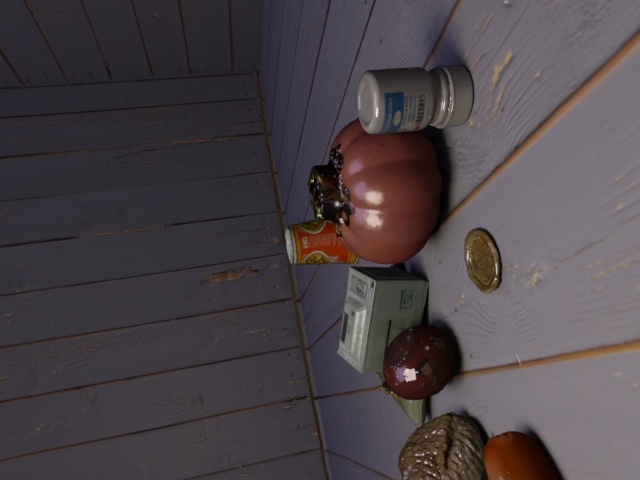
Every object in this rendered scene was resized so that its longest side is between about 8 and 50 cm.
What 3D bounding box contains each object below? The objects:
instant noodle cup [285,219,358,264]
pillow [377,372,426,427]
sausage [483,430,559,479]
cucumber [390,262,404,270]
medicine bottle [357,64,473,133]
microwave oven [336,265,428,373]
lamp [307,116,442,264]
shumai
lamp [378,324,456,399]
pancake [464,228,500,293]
[{"bbox_3d":[0.000,0.000,1.622,0.193,0.212,0.193,173,90,-78],"label":"instant noodle cup"},{"bbox_3d":[0.188,0.310,1.252,0.302,0.075,0.184,-137,43,-68],"label":"pillow"},{"bbox_3d":[0.311,0.402,0.672,0.300,0.089,0.083,-109,22,-44],"label":"sausage"},{"bbox_3d":[0.197,0.118,1.185,0.032,0.032,0.133,105,155,-63],"label":"cucumber"},{"bbox_3d":[0.152,-0.232,0.823,0.105,0.168,0.105,172,90,-78],"label":"medicine bottle"},{"bbox_3d":[0.131,0.170,1.106,0.122,0.162,0.208,26,111,61],"label":"microwave oven"},{"bbox_3d":[0.100,-0.100,0.986,0.305,0.240,0.305,173,90,-79],"label":"lamp"},{"bbox_3d":[0.253,0.444,0.927,0.175,0.166,0.206,49,-145,-26],"label":"shumai"},{"bbox_3d":[0.204,0.249,1.000,0.156,0.135,0.157,-58,15,-26],"label":"lamp"},{"bbox_3d":[0.268,0.035,0.833,0.115,0.011,0.114,173,90,-81],"label":"pancake"}]
